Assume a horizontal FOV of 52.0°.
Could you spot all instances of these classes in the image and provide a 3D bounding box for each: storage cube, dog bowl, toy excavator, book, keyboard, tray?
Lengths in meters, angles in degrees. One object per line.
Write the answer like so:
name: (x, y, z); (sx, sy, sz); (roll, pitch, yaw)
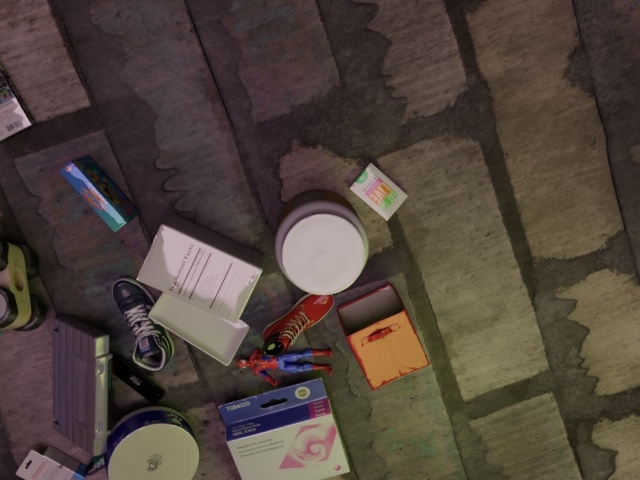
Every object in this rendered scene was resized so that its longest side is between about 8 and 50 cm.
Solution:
storage cube: (0.176, 0.270, 1.868); (0.184, 0.215, 0.193); (-25, 109, 2)
dog bowl: (-0.494, 0.627, 1.921); (0.265, 0.104, 0.264); (-6, 107, -21)
toy excavator: (-1.015, 0.078, 1.749); (0.445, 0.222, 0.432); (-12, 81, -2)
book: (0.164, -0.139, 1.869); (0.144, 0.035, 0.096); (40, 94, -8)
keyboard: (-0.538, 0.402, 1.956); (0.192, 0.038, 0.100); (41, 121, -11)
tray: (-0.349, 0.236, 1.894); (0.270, 0.030, 0.145); (35, 56, -10)

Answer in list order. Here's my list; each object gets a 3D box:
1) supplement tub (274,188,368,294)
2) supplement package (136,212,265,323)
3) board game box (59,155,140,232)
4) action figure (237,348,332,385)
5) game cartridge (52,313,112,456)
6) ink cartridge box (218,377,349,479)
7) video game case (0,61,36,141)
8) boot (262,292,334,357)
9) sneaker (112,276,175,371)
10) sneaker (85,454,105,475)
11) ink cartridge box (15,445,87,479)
supplement tub: (0.000, 0.000, 1.735); (0.241, 0.331, 0.241); (-1, 102, -3)
supplement package: (-0.323, 0.073, 1.814); (0.293, 0.177, 0.175); (25, 100, -7)
board game box: (-0.588, -0.128, 1.768); (0.047, 0.160, 0.210); (-39, 100, 6)
action figure: (-0.106, 0.368, 1.914); (0.280, 0.139, 0.091); (0, 101, 0)
game cartridge: (-0.678, 0.408, 1.865); (0.230, 0.068, 0.355); (13, 104, 33)
ink cartridge box: (-0.106, 0.598, 1.964); (0.324, 0.071, 0.330); (-16, 115, 1)
video game case: (-0.921, -0.355, 1.762); (0.232, 0.042, 0.210); (-26, 102, 3)
boot: (-0.060, 0.239, 1.864); (0.244, 0.176, 0.088); (-37, 100, 4)
sneaker: (-0.506, 0.241, 1.853); (0.099, 0.153, 0.282); (-27, 102, 3)
sneaker: (-0.602, 0.649, 1.976); (0.224, 0.083, 0.098); (-41, 106, 5)
ink cartridge box: (-0.807, 0.697, 1.985); (0.180, 0.060, 0.104); (34, 99, -9)
